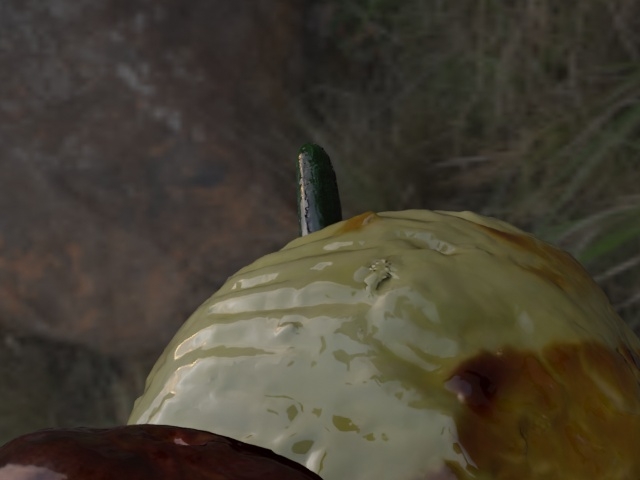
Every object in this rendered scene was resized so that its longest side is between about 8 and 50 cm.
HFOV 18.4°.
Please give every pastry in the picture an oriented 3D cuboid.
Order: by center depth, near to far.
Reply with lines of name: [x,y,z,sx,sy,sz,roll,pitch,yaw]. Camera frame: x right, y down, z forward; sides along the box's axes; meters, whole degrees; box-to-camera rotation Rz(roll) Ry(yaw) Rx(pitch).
pastry: [0.065,0.177,1.172,0.313,0.388,0.388,9,100,25]

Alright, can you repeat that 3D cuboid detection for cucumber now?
cucumber: [0.000,0.000,1.390,0.033,0.036,0.184,-27,48,27]

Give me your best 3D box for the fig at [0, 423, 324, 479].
fig: [-0.087,0.205,0.892,0.186,0.204,0.249,-138,59,-63]
